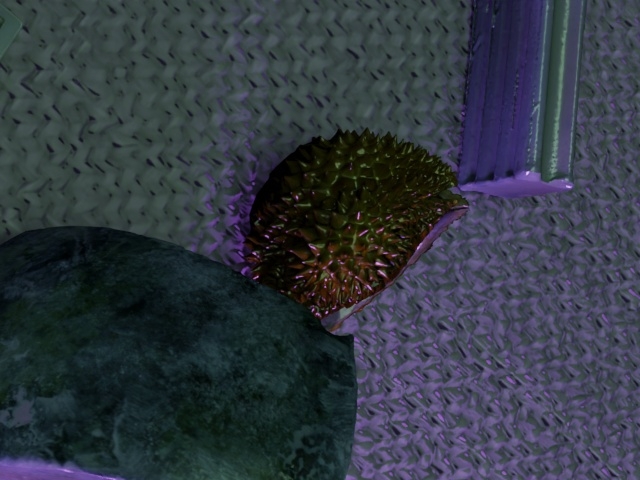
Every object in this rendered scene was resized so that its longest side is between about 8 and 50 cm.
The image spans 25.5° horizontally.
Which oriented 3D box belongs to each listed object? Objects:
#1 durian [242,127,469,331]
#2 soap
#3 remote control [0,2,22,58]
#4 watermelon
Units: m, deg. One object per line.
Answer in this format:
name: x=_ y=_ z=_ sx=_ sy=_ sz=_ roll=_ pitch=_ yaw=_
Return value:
durian: x=0.000 y=0.000 z=1.196 sx=0.138 sy=0.193 sz=0.237 roll=46 pitch=51 yaw=4
soap: x=0.193 y=-0.144 z=1.348 sx=0.063 sy=0.114 sz=0.198 roll=11 pitch=82 yaw=-31
remote control: x=-0.310 y=-0.197 z=1.088 sx=0.166 sy=0.029 sz=0.065 roll=40 pitch=66 yaw=-29
watermelon: x=-0.158 y=0.145 z=1.067 sx=0.258 sy=0.387 sz=0.228 roll=88 pitch=17 yaw=-46
